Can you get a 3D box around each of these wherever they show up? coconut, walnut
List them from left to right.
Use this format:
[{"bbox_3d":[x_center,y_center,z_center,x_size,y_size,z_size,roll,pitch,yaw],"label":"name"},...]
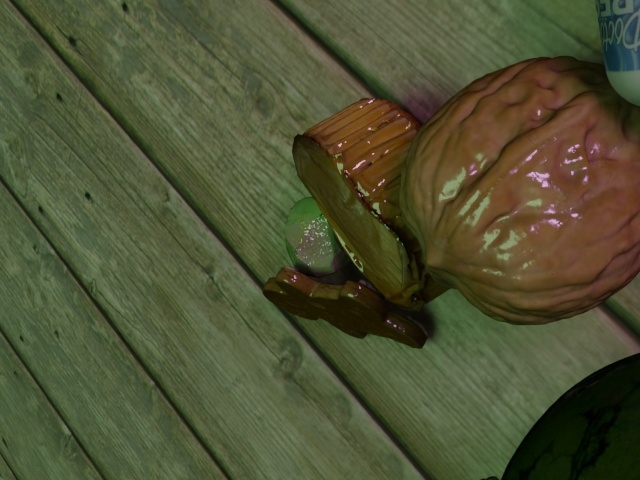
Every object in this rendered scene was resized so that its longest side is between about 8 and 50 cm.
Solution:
[{"bbox_3d":[0.000,0.000,1.071,0.082,0.081,0.083,-48,49,10],"label":"coconut"},{"bbox_3d":[0.161,-0.036,0.763,0.213,0.213,0.213,23,122,42],"label":"walnut"}]

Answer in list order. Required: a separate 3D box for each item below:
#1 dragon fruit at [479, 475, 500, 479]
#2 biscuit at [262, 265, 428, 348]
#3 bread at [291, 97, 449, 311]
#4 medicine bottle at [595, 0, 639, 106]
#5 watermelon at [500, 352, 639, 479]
[{"bbox_3d":[0.212,0.342,0.910,0.269,0.198,0.200,51,163,23],"label":"dragon fruit"},{"bbox_3d":[0.012,0.065,1.065,0.138,0.031,0.205,37,159,-33],"label":"biscuit"},{"bbox_3d":[0.067,-0.037,0.923,0.199,0.104,0.199,54,169,15],"label":"bread"},{"bbox_3d":[0.250,-0.184,0.635,0.157,0.157,0.289,1,106,49],"label":"medicine bottle"},{"bbox_3d":[0.269,0.247,0.659,0.363,0.363,0.363,23,122,42],"label":"watermelon"}]
